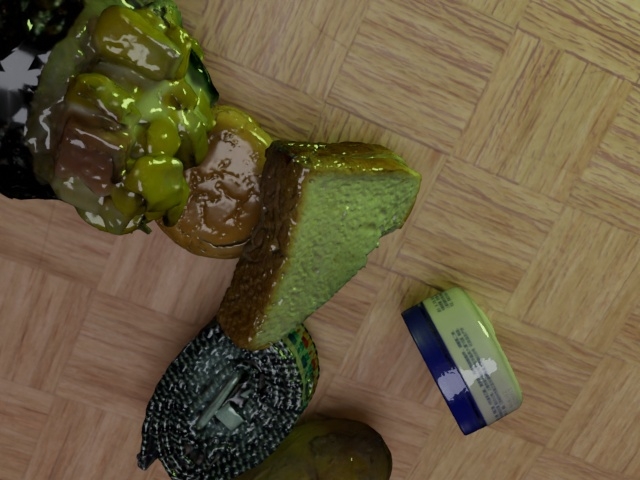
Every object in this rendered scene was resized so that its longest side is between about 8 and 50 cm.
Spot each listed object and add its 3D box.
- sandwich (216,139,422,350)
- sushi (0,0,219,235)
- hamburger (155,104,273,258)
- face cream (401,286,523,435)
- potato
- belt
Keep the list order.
[{"bbox_3d":[0.003,0.002,1.128,0.254,0.100,0.288,-3,119,-50],"label":"sandwich"},{"bbox_3d":[-0.252,-0.177,0.959,0.285,0.328,0.328,17,74,5],"label":"sushi"},{"bbox_3d":[-0.137,-0.078,1.150,0.214,0.108,0.213,0,109,-1],"label":"hamburger"},{"bbox_3d":[0.212,0.174,1.226,0.111,0.206,0.206,-26,112,3],"label":"face cream"},{"bbox_3d":[-0.011,0.383,1.294,0.266,0.229,0.229,-43,110,10],"label":"potato"},{"bbox_3d":[-0.131,0.232,1.246,0.207,0.160,0.295,33,105,2],"label":"belt"}]
